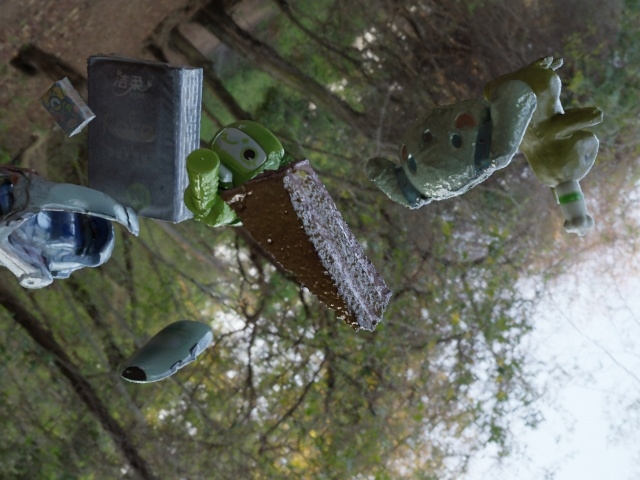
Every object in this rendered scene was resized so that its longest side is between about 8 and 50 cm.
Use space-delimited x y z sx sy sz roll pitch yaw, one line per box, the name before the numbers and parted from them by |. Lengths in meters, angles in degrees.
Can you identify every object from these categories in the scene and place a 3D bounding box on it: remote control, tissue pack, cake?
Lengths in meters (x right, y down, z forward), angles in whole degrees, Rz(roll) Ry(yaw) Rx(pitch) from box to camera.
remote control | -0.261 0.187 1.307 0.256 0.097 0.045 -46 142 -70
tissue pack | -0.452 -0.263 1.924 0.124 0.288 0.394 -32 131 -63
tissue pack | -0.441 -0.231 1.310 0.063 0.083 0.035 -33 -172 32
cake | 0.000 0.000 1.096 0.113 0.295 0.116 -37 -174 40

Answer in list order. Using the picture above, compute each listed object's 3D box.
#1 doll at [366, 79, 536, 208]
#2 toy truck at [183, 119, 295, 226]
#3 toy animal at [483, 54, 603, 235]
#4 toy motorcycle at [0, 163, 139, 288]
doll | 0.138 -0.096 0.805 0.214 0.071 0.103 -23 -113 40
toy truck | -0.164 -0.102 1.315 0.210 0.148 0.187 -36 160 -43
toy animal | 0.490 -0.206 1.536 0.180 0.363 0.181 -33 -178 19
toy motorcycle | -0.460 -0.003 1.290 0.319 0.241 0.182 37 63 -65
